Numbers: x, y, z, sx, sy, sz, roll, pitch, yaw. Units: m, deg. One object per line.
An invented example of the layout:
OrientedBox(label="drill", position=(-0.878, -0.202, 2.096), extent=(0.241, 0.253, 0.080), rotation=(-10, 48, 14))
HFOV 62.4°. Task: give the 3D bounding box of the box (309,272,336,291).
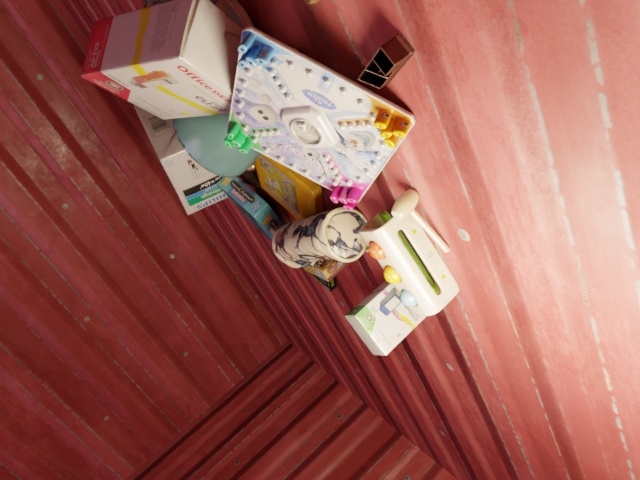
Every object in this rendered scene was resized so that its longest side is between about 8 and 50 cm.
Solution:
OrientedBox(label="box", position=(-0.018, 0.104, 2.196), extent=(0.190, 0.045, 0.184), rotation=(39, 161, 30))

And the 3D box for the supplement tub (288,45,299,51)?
OrientedBox(label="supplement tub", position=(-0.091, -0.365, 1.294), extent=(0.117, 0.117, 0.191), rotation=(35, 147, 42))

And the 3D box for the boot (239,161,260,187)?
OrientedBox(label="boot", position=(-0.279, -0.280, 2.064), extent=(0.248, 0.090, 0.207), rotation=(33, 167, 42))

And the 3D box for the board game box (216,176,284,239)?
OrientedBox(label="board game box", position=(-0.257, -0.113, 2.187), extent=(0.253, 0.079, 0.336), rotation=(40, 172, 30))

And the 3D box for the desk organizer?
OrientedBox(label="desk organizer", position=(0.120, -0.328, 0.993), extent=(0.047, 0.050, 0.130), rotation=(52, 162, -1))

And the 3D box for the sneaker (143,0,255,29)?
OrientedBox(label="sneaker", position=(-0.324, -0.566, 1.355), extent=(0.319, 0.208, 0.127), rotation=(47, 161, 10))

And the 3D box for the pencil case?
OrientedBox(label="pencil case", position=(0.000, 0.000, 1.687), extent=(0.183, 0.160, 0.410), rotation=(22, 165, -24))

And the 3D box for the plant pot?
OrientedBox(label="plant pot", position=(-0.263, -0.362, 1.576), extent=(0.195, 0.290, 0.290), rotation=(-29, 102, 36))

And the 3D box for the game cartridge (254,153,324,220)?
OrientedBox(label="game cartridge", position=(-0.111, -0.184, 1.842), extent=(0.323, 0.052, 0.285), rotation=(44, 161, 24))

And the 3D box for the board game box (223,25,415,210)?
OrientedBox(label="board game box", position=(-0.032, -0.246, 1.209), extent=(0.389, 0.050, 0.390), rotation=(27, 154, -3))

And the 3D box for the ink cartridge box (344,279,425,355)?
OrientedBox(label="ink cartridge box", position=(0.207, 0.221, 1.598), extent=(0.154, 0.212, 0.093), rotation=(53, 159, -3))

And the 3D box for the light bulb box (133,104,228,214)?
OrientedBox(label="light bulb box", position=(-0.549, -0.367, 2.160), extent=(0.358, 0.225, 0.361), rotation=(58, 167, 31))

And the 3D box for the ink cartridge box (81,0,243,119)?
OrientedBox(label="ink cartridge box", position=(-0.360, -0.439, 1.331), extent=(0.384, 0.161, 0.279), rotation=(5, 169, 35))

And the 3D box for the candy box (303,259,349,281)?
OrientedBox(label="candy box", position=(0.012, 0.081, 1.968), extent=(0.186, 0.109, 0.053), rotation=(21, 146, 56))

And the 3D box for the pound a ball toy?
OrientedBox(label="pound a ball toy", position=(0.222, 0.041, 1.333), extent=(0.319, 0.135, 0.208), rotation=(55, 162, -14))

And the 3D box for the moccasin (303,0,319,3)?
OrientedBox(label="moccasin", position=(-0.128, -0.575, 0.955), extent=(0.380, 0.147, 0.139), rotation=(51, 162, 1))
